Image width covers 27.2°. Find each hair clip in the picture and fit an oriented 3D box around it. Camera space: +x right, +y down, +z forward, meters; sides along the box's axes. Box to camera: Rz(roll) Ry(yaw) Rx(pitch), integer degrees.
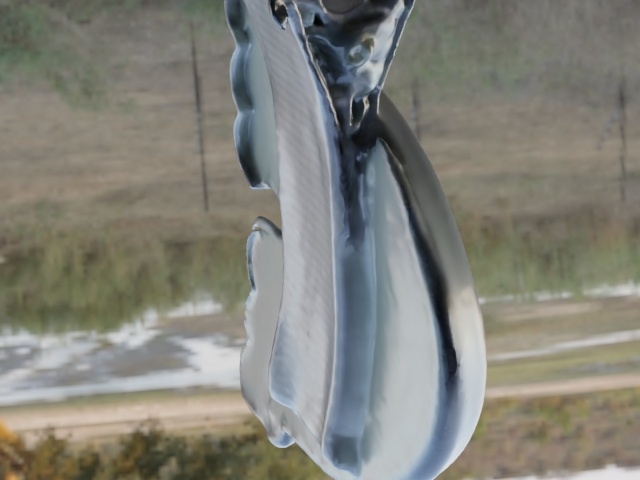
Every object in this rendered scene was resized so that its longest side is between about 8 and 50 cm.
[{"bbox_3d":[0.000,0.000,0.411,0.054,0.220,0.140,-19,-143,-25],"label":"hair clip"}]
